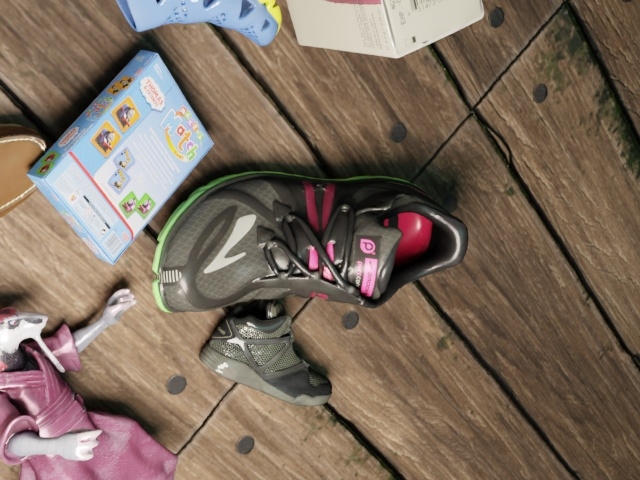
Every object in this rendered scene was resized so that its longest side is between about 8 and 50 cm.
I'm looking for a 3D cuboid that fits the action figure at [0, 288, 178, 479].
[{"bbox_3d":[-0.340,0.226,1.187,0.276,0.248,0.370,-22,109,21],"label":"action figure"}]

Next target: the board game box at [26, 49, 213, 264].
[{"bbox_3d":[-0.236,-0.101,1.160,0.211,0.039,0.160,-53,139,-22],"label":"board game box"}]

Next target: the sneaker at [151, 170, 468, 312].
[{"bbox_3d":[0.000,0.000,1.290,0.483,0.202,0.185,-12,110,-31],"label":"sneaker"}]

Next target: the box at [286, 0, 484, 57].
[{"bbox_3d":[0.072,-0.326,1.219,0.149,0.232,0.127,-29,118,-24],"label":"box"}]

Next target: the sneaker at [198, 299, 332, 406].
[{"bbox_3d":[-0.053,0.159,1.375,0.227,0.087,0.130,28,94,-31],"label":"sneaker"}]

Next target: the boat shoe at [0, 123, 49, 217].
[{"bbox_3d":[-0.444,-0.029,1.035,0.324,0.120,0.122,-28,118,-24],"label":"boat shoe"}]

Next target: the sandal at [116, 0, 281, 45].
[{"bbox_3d":[-0.192,-0.307,1.128,0.317,0.126,0.138,25,93,-28],"label":"sandal"}]
